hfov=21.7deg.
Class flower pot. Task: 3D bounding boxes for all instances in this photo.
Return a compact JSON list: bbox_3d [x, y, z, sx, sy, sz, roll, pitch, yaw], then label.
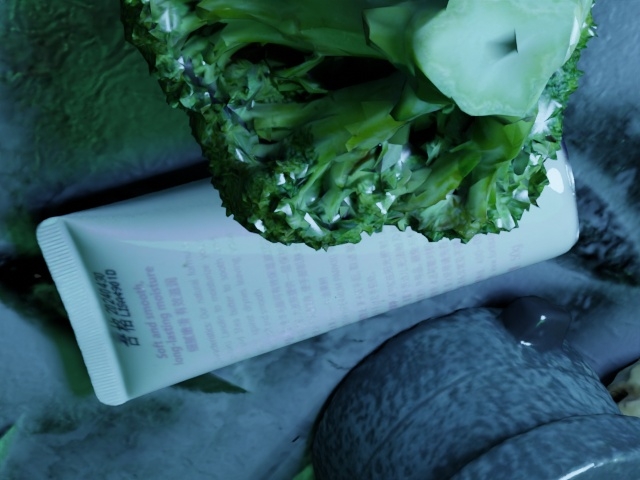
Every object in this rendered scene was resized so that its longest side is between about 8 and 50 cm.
[{"bbox_3d":[0.171,0.220,1.286,0.299,0.283,0.299,-15,133,-17],"label":"flower pot"}]

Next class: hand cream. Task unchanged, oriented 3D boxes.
[{"bbox_3d":[0.000,0.000,1.133,0.358,0.118,0.185,-17,137,-6],"label":"hand cream"}]

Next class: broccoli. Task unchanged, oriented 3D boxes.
[{"bbox_3d":[0.039,-0.133,0.921,0.307,0.275,0.308,-3,107,-10],"label":"broccoli"}]

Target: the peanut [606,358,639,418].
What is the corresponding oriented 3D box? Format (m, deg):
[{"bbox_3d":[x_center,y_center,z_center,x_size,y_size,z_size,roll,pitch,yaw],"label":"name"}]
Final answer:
[{"bbox_3d":[0.348,0.184,1.474,0.130,0.130,0.290,-44,133,11],"label":"peanut"}]
